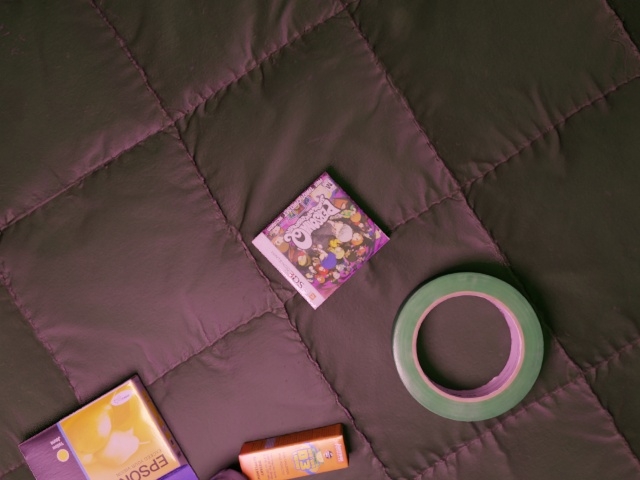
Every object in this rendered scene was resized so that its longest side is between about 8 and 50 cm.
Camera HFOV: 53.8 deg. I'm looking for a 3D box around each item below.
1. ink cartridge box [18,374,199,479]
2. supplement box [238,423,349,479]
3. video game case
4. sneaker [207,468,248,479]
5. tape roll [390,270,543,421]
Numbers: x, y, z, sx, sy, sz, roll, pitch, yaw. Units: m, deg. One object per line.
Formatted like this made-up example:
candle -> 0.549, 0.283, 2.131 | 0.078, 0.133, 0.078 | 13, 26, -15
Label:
ink cartridge box -> -0.469, 0.511, 1.415 | 0.303, 0.072, 0.307 | -31, 87, 1
supplement box -> -0.057, 0.474, 1.395 | 0.233, 0.080, 0.078 | -13, 91, 0
video game case -> 0.000, 0.000, 1.412 | 0.232, 0.042, 0.210 | -43, 90, 1
sneaker -> -0.291, 0.623, 1.346 | 0.125, 0.139, 0.341 | 42, 110, 2
tape roll -> 0.316, 0.227, 1.383 | 0.321, 0.077, 0.321 | 0, 90, 1
